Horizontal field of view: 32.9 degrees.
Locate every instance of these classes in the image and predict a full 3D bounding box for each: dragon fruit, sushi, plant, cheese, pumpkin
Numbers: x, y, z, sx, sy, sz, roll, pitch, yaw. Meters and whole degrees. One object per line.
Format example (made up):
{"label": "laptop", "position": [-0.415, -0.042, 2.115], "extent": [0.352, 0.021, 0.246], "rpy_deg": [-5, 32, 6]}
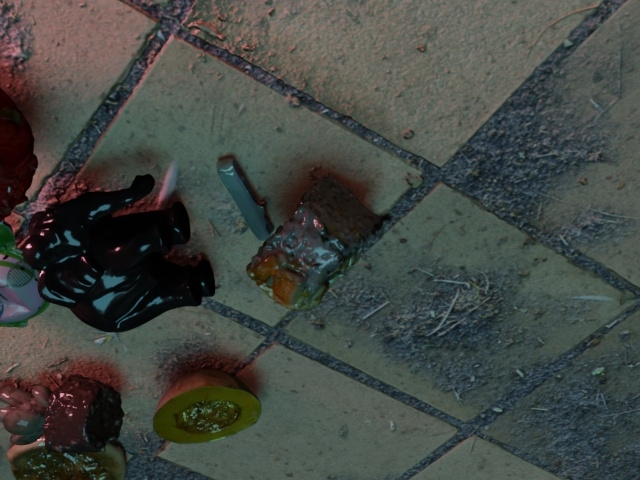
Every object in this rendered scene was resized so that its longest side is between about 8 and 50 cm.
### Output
{"label": "dragon fruit", "position": [-0.568, -0.147, 1.636], "extent": [0.299, 0.244, 0.244], "rpy_deg": [40, 125, -8]}
{"label": "sushi", "position": [0.000, 0.000, 1.778], "extent": [0.139, 0.274, 0.184], "rpy_deg": [40, 124, 3]}
{"label": "plant", "position": [-0.531, 0.344, 2.171], "extent": [0.274, 0.149, 0.146], "rpy_deg": [-4, 93, 28]}
{"label": "cheese", "position": [-0.584, 0.046, 1.922], "extent": [0.204, 0.083, 0.320], "rpy_deg": [1, 134, 1]}
{"label": "pumpkin", "position": [-0.229, 0.316, 2.162], "extent": [0.217, 0.110, 0.217], "rpy_deg": [-8, 136, -8]}

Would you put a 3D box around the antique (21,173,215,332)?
{"label": "antique", "position": [-0.343, 0.039, 1.840], "extent": [0.255, 0.185, 0.322], "rpy_deg": [-9, 136, 9]}

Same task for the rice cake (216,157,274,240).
{"label": "rice cake", "position": [-0.122, -0.069, 1.830], "extent": [0.042, 0.030, 0.180], "rpy_deg": [-16, 132, 14]}

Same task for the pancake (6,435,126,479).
{"label": "pancake", "position": [-0.553, 0.499, 2.379], "extent": [0.282, 0.049, 0.282], "rpy_deg": [2, 137, 2]}
